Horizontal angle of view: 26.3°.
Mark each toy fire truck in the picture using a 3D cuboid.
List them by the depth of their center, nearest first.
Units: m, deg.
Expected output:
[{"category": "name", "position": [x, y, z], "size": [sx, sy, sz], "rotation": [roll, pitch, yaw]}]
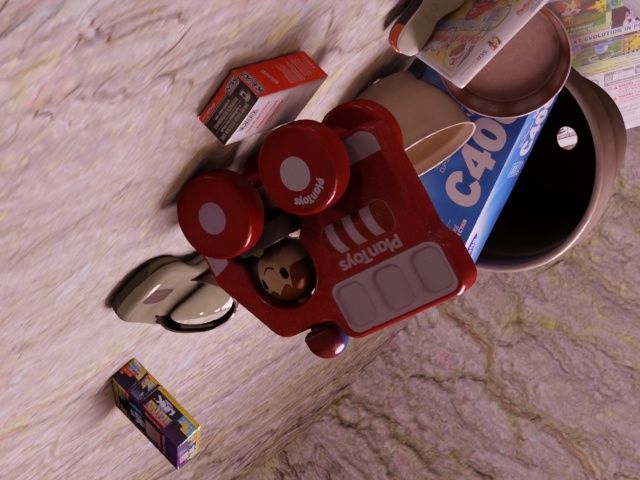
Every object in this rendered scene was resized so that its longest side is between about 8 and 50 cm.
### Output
[{"category": "toy fire truck", "position": [0.000, 0.000, 1.541], "size": [0.302, 0.254, 0.169], "rotation": [-28, 180, 33]}]

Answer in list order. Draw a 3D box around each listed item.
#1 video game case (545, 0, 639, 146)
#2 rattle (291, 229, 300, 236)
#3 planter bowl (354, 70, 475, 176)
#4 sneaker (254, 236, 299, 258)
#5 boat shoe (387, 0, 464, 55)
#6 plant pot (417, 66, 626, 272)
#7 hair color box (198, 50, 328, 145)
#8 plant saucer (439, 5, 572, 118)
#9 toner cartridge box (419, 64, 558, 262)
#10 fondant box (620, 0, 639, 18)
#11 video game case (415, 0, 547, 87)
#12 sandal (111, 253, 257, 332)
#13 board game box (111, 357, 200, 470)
[{"category": "video game case", "position": [0.489, -0.301, 2.154], "size": [0.329, 0.036, 0.300], "rotation": [-15, 133, -6]}, {"category": "rattle", "position": [0.009, -0.103, 1.867], "size": [0.130, 0.143, 0.200], "rotation": [-11, -146, 45]}, {"category": "planter bowl", "position": [0.105, -0.152, 1.782], "size": [0.162, 0.109, 0.162], "rotation": [-29, 167, -7]}, {"category": "sneaker", "position": [-0.043, -0.008, 1.929], "size": [0.188, 0.067, 0.078], "rotation": [-36, 173, -24]}, {"category": "boat shoe", "position": [0.130, -0.279, 1.620], "size": [0.137, 0.049, 0.043], "rotation": [-52, -152, 4]}, {"category": "plant pot", "position": [0.313, -0.136, 2.004], "size": [0.280, 0.323, 0.323], "rotation": [-18, 152, -54]}, {"category": "hair color box", "position": [-0.057, -0.149, 1.417], "size": [0.072, 0.043, 0.141], "rotation": [-50, 169, 31]}, {"category": "plant saucer", "position": [0.232, -0.235, 1.725], "size": [0.168, 0.168, 0.029], "rotation": [-51, -167, 29]}, {"category": "toner cartridge box", "position": [0.189, -0.119, 1.875], "size": [0.075, 0.165, 0.348], "rotation": [-17, 135, -55]}, {"category": "fondant box", "position": [0.274, -0.332, 1.262], "size": [0.096, 0.238, 0.330], "rotation": [-48, 180, 2]}, {"category": "video game case", "position": [0.197, -0.282, 1.599], "size": [0.206, 0.026, 0.227], "rotation": [-46, -158, 5]}, {"category": "sandal", "position": [-0.159, 0.079, 1.753], "size": [0.120, 0.086, 0.303], "rotation": [-54, 163, 19]}, {"category": "board game box", "position": [-0.240, 0.257, 2.002], "size": [0.048, 0.141, 0.170], "rotation": [-41, 168, -18]}]
